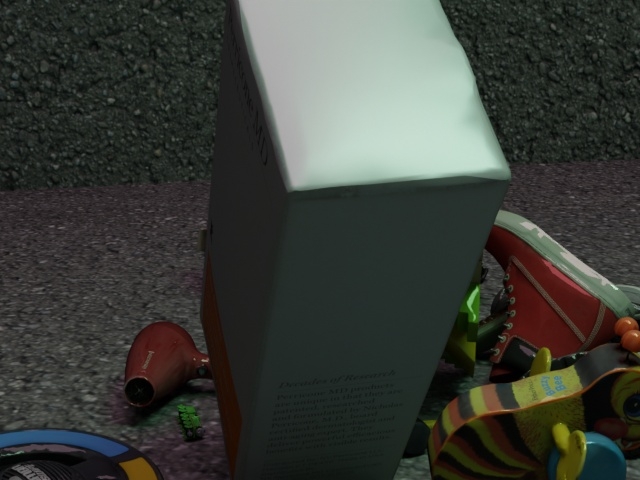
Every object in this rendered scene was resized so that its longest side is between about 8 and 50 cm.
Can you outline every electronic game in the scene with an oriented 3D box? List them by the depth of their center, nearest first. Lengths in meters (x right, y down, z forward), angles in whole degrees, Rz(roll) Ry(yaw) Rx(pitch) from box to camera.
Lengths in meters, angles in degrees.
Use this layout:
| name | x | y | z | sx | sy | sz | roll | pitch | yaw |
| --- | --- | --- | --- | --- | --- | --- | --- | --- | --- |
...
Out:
| name | x | y | z | sx | sy | sz | roll | pitch | yaw |
| --- | --- | --- | --- | --- | --- | --- | --- | --- | --- |
| electronic game | -0.253 | 0.226 | 0.996 | 0.229 | 0.048 | 0.229 | 5 | 18 | -2 |

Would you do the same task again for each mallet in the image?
| name | x | y | z | sx | sy | sz | roll | pitch | yaw |
| --- | --- | --- | --- | --- | --- | --- | --- | --- | --- |
| mallet | 0.156 | 0.195 | 1.184 | 0.190 | 0.039 | 0.062 | -2 | 11 | -18 |

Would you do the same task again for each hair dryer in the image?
| name | x | y | z | sx | sy | sz | roll | pitch | yaw |
| --- | --- | --- | --- | --- | --- | --- | --- | --- | --- |
| hair dryer | -0.128 | 0.142 | 1.357 | 0.224 | 0.080 | 0.293 | 7 | 13 | 42 |

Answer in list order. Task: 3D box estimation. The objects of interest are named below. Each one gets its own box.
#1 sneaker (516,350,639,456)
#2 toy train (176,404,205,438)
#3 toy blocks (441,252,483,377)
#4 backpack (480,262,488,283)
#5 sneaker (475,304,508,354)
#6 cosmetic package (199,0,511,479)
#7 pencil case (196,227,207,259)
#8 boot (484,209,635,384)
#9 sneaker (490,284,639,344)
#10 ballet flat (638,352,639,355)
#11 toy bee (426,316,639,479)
| name | x | y | z | sx | sy | sz | roll | pitch | yaw |
| --- | --- | --- | --- | --- | --- | --- | --- | --- | --- |
| sneaker | 0.336 | 0.170 | 1.176 | 0.283 | 0.107 | 0.124 | -3 | -8 | -3 |
| toy train | -0.145 | 0.202 | 1.242 | 0.024 | 0.017 | 0.083 | 5 | 9 | -15 |
| toy blocks | 0.051 | 0.023 | 1.270 | 0.261 | 0.190 | 0.381 | 3 | -31 | 7 |
| backpack | 0.122 | -0.016 | 1.650 | 0.213 | 0.263 | 0.276 | 2 | 13 | 20 |
| sneaker | 0.266 | 0.120 | 1.435 | 0.192 | 0.086 | 0.064 | -31 | -1 | 13 |
| cosmetic package | 0.001 | 0.018 | 0.945 | 0.161 | 0.453 | 0.230 | -5 | 52 | -14 |
| pencil case | 0.000 | 0.000 | 1.859 | 0.410 | 0.160 | 0.183 | -3 | 2 | -7 |
| boot | 0.233 | 0.077 | 1.359 | 0.176 | 0.088 | 0.244 | -44 | 48 | -5 |
| sneaker | 0.348 | 0.101 | 1.483 | 0.229 | 0.086 | 0.132 | -1 | 14 | -1 |
| ballet flat | 0.433 | 0.140 | 1.302 | 0.213 | 0.068 | 0.072 | 2 | 12 | 20 |
| toy bee | 0.244 | 0.148 | 1.033 | 0.298 | 0.162 | 0.195 | -12 | 22 | -18 |
